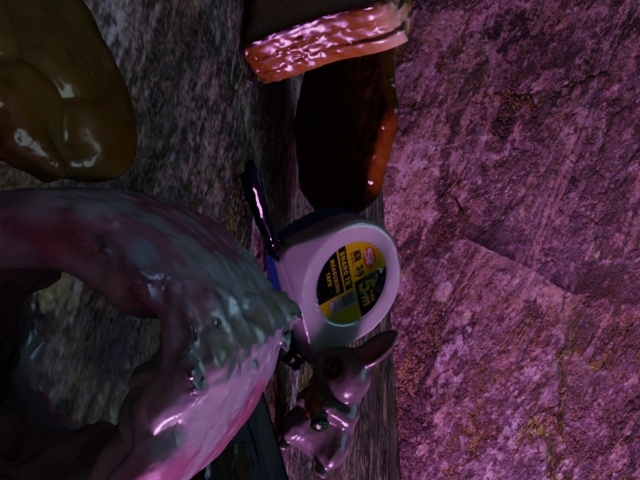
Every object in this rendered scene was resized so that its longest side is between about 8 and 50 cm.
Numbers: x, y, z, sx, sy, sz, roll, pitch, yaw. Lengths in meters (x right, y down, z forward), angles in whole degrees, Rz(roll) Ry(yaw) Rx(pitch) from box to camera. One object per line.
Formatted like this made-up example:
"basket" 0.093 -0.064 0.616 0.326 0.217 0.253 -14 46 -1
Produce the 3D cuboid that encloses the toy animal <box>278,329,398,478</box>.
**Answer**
"toy animal" 0.022 0.222 1.241 0.138 0.108 0.236 35 79 -85

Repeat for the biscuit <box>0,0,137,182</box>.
"biscuit" -0.180 -0.139 0.466 0.203 0.041 0.260 30 32 -52

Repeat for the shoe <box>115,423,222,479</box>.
"shoe" -0.128 0.248 0.630 0.093 0.108 0.241 40 53 -77

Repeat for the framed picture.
"framed picture" -0.085 0.262 0.914 0.347 0.016 0.265 36 35 -77

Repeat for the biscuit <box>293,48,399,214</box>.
"biscuit" 0.038 -0.202 1.368 0.359 0.046 0.359 -178 -90 -68

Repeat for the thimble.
"thimble" -0.122 0.062 0.440 0.149 0.211 0.185 -22 97 -76

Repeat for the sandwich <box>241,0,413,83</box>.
"sandwich" 0.016 -0.381 1.261 0.095 0.249 0.273 58 27 -47

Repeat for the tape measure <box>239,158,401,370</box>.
"tape measure" 0.000 0.000 1.240 0.098 0.215 0.351 29 -41 50
